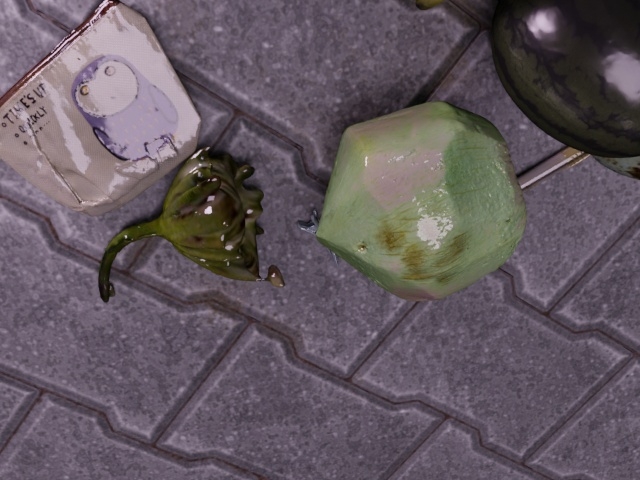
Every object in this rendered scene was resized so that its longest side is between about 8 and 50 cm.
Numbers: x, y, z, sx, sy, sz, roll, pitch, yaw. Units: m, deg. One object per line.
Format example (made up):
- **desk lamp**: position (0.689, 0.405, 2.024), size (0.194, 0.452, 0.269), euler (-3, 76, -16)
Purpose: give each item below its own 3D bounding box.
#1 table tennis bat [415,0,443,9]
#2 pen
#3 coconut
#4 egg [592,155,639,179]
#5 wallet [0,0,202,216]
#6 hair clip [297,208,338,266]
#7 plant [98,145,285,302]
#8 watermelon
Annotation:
- **table tennis bat**: position (0.284, -0.437, 1.153), size (0.368, 0.224, 0.054), euler (-38, 103, -9)
- **pen**: position (0.391, -0.118, 1.450), size (0.233, 0.032, 0.040), euler (-31, 144, 11)
- **coconut**: position (0.145, -0.057, 1.296), size (0.328, 0.281, 0.328), euler (-6, 122, -10)
- **egg**: position (0.555, -0.179, 1.358), size (0.231, 0.169, 0.169), euler (-6, 122, -3)
- **wallet**: position (-0.351, -0.182, 1.259), size (0.335, 0.068, 0.275), euler (-36, 118, 11)
- **hair clip**: position (0.000, -0.001, 1.454), size (0.039, 0.030, 0.115), euler (-18, 122, 24)
- **plant**: position (-0.246, -0.008, 1.331), size (0.333, 0.180, 0.251), euler (-14, 111, 3)
- **watermelon**: position (0.400, -0.283, 1.198), size (0.359, 0.279, 0.279), euler (44, 109, 8)
